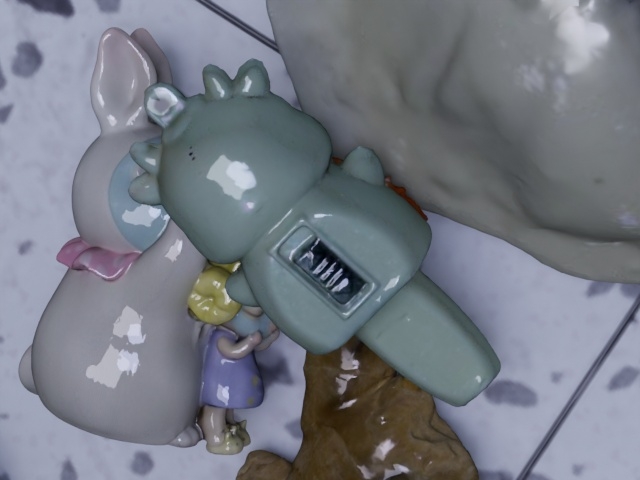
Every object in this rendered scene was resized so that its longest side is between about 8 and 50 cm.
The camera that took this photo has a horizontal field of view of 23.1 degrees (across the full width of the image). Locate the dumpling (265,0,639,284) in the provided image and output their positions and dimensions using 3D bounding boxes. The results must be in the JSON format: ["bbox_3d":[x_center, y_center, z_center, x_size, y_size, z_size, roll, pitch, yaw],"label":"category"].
[{"bbox_3d":[0.096,-0.099,0.844,0.243,0.187,0.318,-21,95,17],"label":"dumpling"}]

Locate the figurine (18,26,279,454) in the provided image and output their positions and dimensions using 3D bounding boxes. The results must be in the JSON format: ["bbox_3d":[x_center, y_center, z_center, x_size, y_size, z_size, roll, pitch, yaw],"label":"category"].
[{"bbox_3d":[-0.090,-0.001,0.945,0.155,0.127,0.235,18,102,24],"label":"figurine"}]

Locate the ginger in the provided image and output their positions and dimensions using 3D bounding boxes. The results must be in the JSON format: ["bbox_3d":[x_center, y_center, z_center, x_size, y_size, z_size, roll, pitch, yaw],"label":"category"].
[{"bbox_3d":[0.004,0.169,0.958,0.148,0.081,0.333,29,100,11],"label":"ginger"}]

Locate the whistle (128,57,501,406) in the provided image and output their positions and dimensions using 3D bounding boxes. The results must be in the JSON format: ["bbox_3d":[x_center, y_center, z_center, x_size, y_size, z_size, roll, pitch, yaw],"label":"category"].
[{"bbox_3d":[0.001,0.000,0.862,0.253,0.105,0.102,41,132,-12],"label":"whistle"}]
